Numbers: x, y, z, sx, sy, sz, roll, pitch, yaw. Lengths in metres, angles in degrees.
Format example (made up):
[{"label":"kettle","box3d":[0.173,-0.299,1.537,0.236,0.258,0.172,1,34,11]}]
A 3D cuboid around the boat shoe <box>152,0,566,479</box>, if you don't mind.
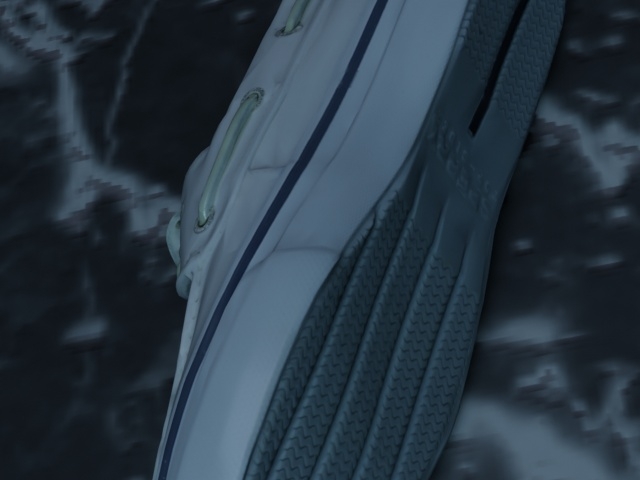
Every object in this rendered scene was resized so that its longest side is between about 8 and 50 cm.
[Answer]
[{"label":"boat shoe","box3d":[0.000,0.000,0.479,0.076,0.083,0.226,3,51,33]}]
